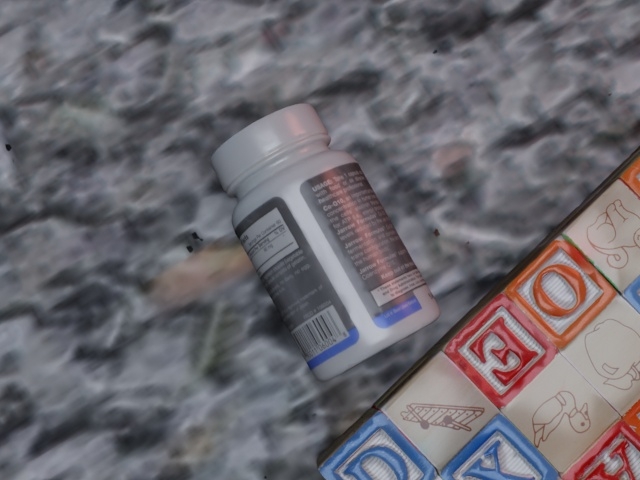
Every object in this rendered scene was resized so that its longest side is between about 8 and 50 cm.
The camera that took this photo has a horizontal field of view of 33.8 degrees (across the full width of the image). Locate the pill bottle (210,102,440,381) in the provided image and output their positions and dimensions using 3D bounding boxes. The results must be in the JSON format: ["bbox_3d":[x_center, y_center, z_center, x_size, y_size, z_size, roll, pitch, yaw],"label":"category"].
[{"bbox_3d":[0.000,0.000,0.572,0.078,0.078,0.137,-28,83,-4],"label":"pill bottle"}]

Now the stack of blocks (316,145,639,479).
[{"bbox_3d":[0.162,0.078,0.556,0.297,0.087,0.171,-43,84,-6],"label":"stack of blocks"}]
